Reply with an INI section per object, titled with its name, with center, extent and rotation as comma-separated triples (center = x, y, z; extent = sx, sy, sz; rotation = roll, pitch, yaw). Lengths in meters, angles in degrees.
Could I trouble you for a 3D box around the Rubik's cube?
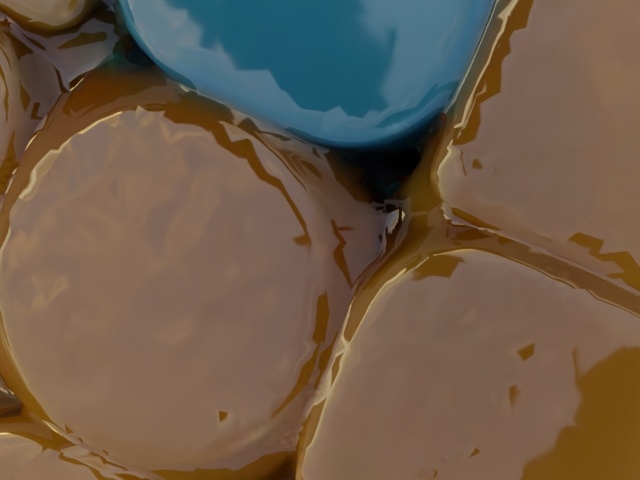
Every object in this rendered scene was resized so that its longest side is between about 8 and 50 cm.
[Rubik's cube]
center = 0.000, 0.000, 0.618
extent = 0.291, 0.290, 0.291
rotation = 25, 100, 13
